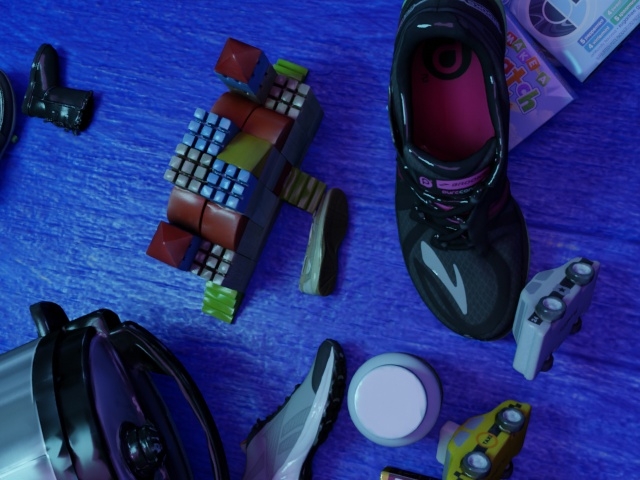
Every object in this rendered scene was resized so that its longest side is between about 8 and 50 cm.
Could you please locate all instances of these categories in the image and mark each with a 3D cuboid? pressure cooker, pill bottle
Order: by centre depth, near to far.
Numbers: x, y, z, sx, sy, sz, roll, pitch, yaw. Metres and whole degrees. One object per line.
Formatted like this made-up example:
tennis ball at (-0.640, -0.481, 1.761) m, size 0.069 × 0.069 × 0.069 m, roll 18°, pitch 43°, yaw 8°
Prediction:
pressure cooker at (-0.322, 0.309, 1.188) m, size 0.420 × 0.370 × 0.375 m, roll -24°, pitch 35°, yaw 2°
pill bottle at (0.097, 0.201, 1.230) m, size 0.117 × 0.208 × 0.118 m, roll -1°, pitch 83°, yaw 8°

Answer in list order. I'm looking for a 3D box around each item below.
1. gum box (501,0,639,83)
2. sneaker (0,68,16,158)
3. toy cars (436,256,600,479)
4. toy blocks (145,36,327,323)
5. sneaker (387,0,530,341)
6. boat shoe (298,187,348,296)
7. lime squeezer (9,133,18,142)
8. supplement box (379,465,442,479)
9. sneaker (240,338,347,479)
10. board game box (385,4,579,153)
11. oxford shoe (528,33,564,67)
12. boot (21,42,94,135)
gum box at (0.335, -0.325, 1.262) m, size 0.184 × 0.041 × 0.157 m, roll 46°, pitch 110°, yaw 13°
sneaker at (-0.503, -0.143, 1.384) m, size 0.083 × 0.118 × 0.222 m, roll 15°, pitch 99°, yaw -2°
toy cars at (0.236, 0.178, 1.225) m, size 0.087 × 0.176 × 0.394 m, roll 24°, pitch 81°, yaw 26°
toy blocks at (-0.113, -0.088, 1.269) m, size 0.190 × 0.261 × 0.382 m, roll 23°, pitch 87°, yaw 10°
sneaker at (0.157, -0.079, 1.206) m, size 0.185 × 0.202 × 0.483 m, roll -4°, pitch 112°, yaw 20°
boat shoe at (0.001, 0.001, 1.350) m, size 0.048 × 0.056 × 0.153 m, roll 7°, pitch 89°, yaw 40°
lime squeezer at (-0.560, -0.274, 1.471) m, size 0.109 × 0.059 × 0.310 m, roll -16°, pitch 79°, yaw -27°
supplement box at (0.162, 0.372, 1.265) m, size 0.188 × 0.081 × 0.104 m, roll 12°, pitch 84°, yaw 10°
sneaker at (-0.044, 0.255, 1.303) m, size 0.108 × 0.100 × 0.272 m, roll 24°, pitch 87°, yaw 15°
board game box at (0.214, -0.186, 1.301) m, size 0.211 × 0.039 × 0.160 m, roll -41°, pitch 80°, yaw 28°
oxford shoe at (0.427, -0.427, 1.300) m, size 0.169 × 0.130 × 0.449 m, roll 43°, pitch 93°, yaw 7°
boot at (-0.383, -0.223, 1.434) m, size 0.099 × 0.045 × 0.121 m, roll 17°, pitch 93°, yaw 12°
